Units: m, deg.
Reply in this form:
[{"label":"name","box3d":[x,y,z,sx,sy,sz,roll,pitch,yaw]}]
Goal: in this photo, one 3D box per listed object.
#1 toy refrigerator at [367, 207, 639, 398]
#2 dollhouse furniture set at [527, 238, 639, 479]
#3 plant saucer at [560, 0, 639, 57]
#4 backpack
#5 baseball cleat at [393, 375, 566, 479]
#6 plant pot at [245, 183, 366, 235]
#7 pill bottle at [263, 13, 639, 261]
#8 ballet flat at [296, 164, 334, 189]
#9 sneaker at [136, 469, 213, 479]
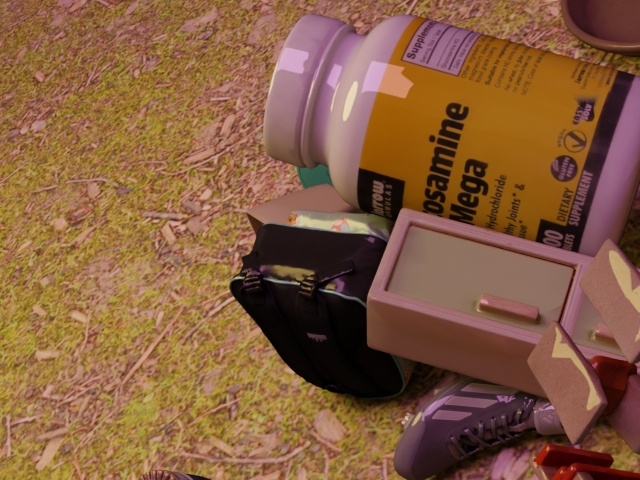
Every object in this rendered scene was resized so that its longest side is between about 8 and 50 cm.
[{"label":"toy refrigerator","box3d":[0.182,0.064,1.197,0.269,0.094,0.102,16,57,12]},{"label":"dollhouse furniture set","box3d":[0.267,0.123,1.049,0.259,0.262,0.135,-62,30,26]},{"label":"plant saucer","box3d":[0.403,-0.300,1.560,0.277,0.041,0.278,-24,38,20]},{"label":"backpack","box3d":[0.023,0.064,1.364,0.165,0.188,0.144,3,44,32]},{"label":"baseball cleat","box3d":[0.159,0.155,1.244,0.206,0.072,0.109,-44,42,-2]},{"label":"plant pot","box3d":[0.000,0.000,1.529,0.096,0.109,0.109,-35,34,-17]},{"label":"pill bottle","box3d":[0.126,-0.097,1.277,0.333,0.188,0.188,17,57,13]},{"label":"ballet flat","box3d":[0.152,-0.106,1.504,0.400,0.139,0.139,0,50,40]},{"label":"sneaker","box3d":[-0.102,0.350,1.249,0.099,0.153,0.282,-6,77,33]}]
